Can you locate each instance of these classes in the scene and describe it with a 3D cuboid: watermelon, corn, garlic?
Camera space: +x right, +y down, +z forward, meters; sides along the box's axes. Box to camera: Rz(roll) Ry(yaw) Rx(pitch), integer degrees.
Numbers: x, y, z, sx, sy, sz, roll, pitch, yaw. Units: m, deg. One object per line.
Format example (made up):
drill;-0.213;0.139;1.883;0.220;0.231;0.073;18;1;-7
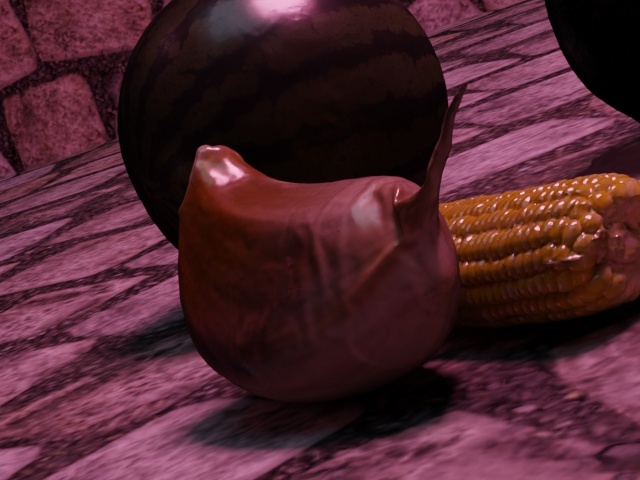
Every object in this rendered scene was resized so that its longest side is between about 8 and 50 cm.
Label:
watermelon;-0.022;-0.076;0.992;0.212;0.212;0.212;-19;10;3
corn;0.088;0.007;0.743;0.165;0.063;0.085;-5;41;56
garlic;0.006;0.008;0.704;0.090;0.128;0.198;-7;-1;-33

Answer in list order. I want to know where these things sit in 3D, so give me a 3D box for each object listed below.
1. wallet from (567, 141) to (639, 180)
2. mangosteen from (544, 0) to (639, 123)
wallet;0.274;-0.056;0.793;0.321;0.044;0.170;-16;8;26
mangosteen;0.257;-0.173;1.008;0.243;0.243;0.243;-19;10;3
